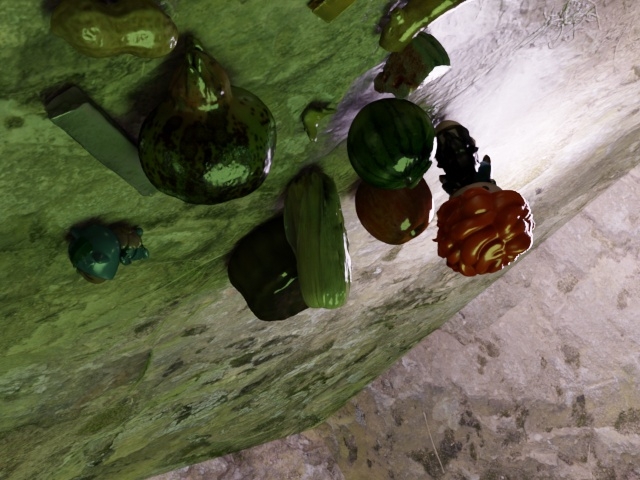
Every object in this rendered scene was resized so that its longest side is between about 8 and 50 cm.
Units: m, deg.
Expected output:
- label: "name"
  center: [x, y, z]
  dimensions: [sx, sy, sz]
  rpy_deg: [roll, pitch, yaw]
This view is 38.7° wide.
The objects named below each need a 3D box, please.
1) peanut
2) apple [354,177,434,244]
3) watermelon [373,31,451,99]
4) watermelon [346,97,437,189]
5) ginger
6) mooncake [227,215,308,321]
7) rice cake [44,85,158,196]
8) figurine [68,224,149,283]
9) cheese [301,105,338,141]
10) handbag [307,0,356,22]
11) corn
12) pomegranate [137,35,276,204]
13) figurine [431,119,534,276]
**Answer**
- label: "peanut"
  center: [-0.277, -0.293, 1.243]
  dimensions: [0.193, 0.089, 0.089]
  rpy_deg: [-11, 151, -43]
- label: "apple"
  center: [0.180, -0.084, 2.190]
  dimensions: [0.188, 0.173, 0.188]
  rpy_deg: [-28, 161, -11]
- label: "watermelon"
  center: [0.173, -0.334, 1.746]
  dimensions: [0.158, 0.097, 0.121]
  rpy_deg: [-29, 159, 5]
- label: "watermelon"
  center: [0.150, -0.187, 1.864]
  dimensions: [0.188, 0.214, 0.188]
  rpy_deg: [-18, 158, -8]
- label: "ginger"
  center: [0.231, -0.435, 1.634]
  dimensions: [0.299, 0.065, 0.118]
  rpy_deg: [-35, 145, 6]
- label: "mooncake"
  center: [-0.073, 0.064, 2.194]
  dimensions: [0.290, 0.161, 0.290]
  rpy_deg: [-28, 158, -13]
- label: "rice cake"
  center: [-0.340, -0.156, 1.492]
  dimensions: [0.073, 0.056, 0.365]
  rpy_deg: [-38, 158, 3]
- label: "figurine"
  center: [-0.412, 0.031, 1.754]
  dimensions: [0.144, 0.114, 0.178]
  rpy_deg: [-43, 164, 31]
- label: "cheese"
  center: [-0.010, -0.232, 1.791]
  dimensions: [0.060, 0.041, 0.084]
  rpy_deg: [-14, 138, -54]
- label: "handbag"
  center: [0.026, -0.397, 1.495]
  dimensions: [0.083, 0.027, 0.061]
  rpy_deg: [-37, 159, 19]
- label: "corn"
  center: [-0.002, 0.000, 2.010]
  dimensions: [0.122, 0.305, 0.123]
  rpy_deg: [-10, -178, -22]
- label: "pomegranate"
  center: [-0.197, -0.189, 1.480]
  dimensions: [0.204, 0.276, 0.222]
  rpy_deg: [-2, -147, 45]
- label: "figurine"
  center: [0.358, -0.097, 2.119]
  dimensions: [0.241, 0.411, 0.306]
  rpy_deg: [-11, 147, 3]
